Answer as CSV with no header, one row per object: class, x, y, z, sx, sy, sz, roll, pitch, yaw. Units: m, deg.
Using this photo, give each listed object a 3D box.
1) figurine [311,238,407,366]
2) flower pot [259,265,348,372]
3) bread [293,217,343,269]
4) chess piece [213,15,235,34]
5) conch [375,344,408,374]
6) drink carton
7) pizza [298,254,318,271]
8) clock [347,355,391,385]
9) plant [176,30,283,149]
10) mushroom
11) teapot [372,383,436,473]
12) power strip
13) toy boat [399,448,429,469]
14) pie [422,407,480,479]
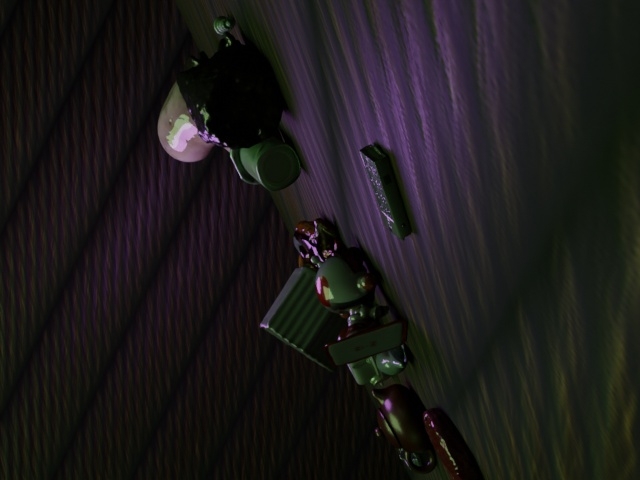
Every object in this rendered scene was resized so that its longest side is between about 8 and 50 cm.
figurine,0.057,0.108,1.115,0.183,0.160,0.226,76,175,-64
flower pot,-0.014,0.194,1.404,0.209,0.190,0.239,35,169,-9
bread,0.003,0.007,1.387,0.139,0.095,0.269,59,162,-7
chess piece,-0.218,-0.496,1.284,0.042,0.042,0.093,66,169,-25
conch,0.160,0.248,1.209,0.065,0.088,0.180,20,167,-3
drink carton,-0.128,-0.196,1.371,0.142,0.144,0.146,44,162,55
pizza,0.004,0.063,1.553,0.130,0.041,0.178,31,-156,-1
clock,0.107,0.302,1.646,0.265,0.108,0.324,55,171,52
plant,-0.202,-0.314,1.200,0.276,0.188,0.199,55,169,53
mushroom,-0.389,-0.412,1.880,0.353,0.353,0.325,63,-170,0
teapot,0.208,0.477,1.408,0.252,0.135,0.178,64,178,-1
power strip,0.082,-0.053,0.680,0.051,0.019,0.136,51,167,56
toy boat,0.274,0.620,1.670,0.141,0.092,0.320,61,175,40
pie,0.259,0.423,1.115,0.182,0.049,0.183,155,90,-84
